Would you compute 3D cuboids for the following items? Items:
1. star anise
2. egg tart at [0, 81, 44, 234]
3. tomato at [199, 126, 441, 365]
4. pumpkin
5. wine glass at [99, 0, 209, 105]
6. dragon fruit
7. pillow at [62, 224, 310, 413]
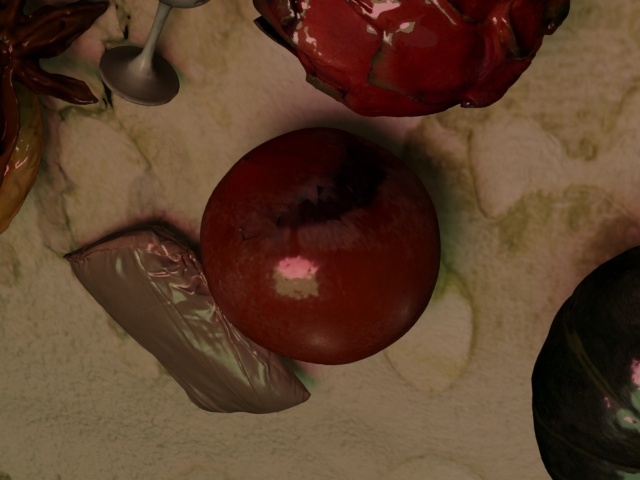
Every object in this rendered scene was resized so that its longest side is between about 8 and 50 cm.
[{"bbox_3d":[-0.299,-0.171,0.932,0.196,0.212,0.111,34,168,-35],"label":"star anise"},{"bbox_3d":[-0.429,-0.124,1.020,0.318,0.128,0.319,-6,108,-19],"label":"egg tart"},{"bbox_3d":[0.000,0.000,0.907,0.208,0.208,0.184,9,149,18],"label":"tomato"},{"bbox_3d":[0.329,0.131,0.877,0.300,0.207,0.300,5,119,9],"label":"pumpkin"},{"bbox_3d":[-0.128,-0.208,0.883,0.079,0.079,0.195,31,134,-2],"label":"wine glass"},{"bbox_3d":[0.052,-0.181,0.749,0.274,0.192,0.193,1,111,24],"label":"dragon fruit"},{"bbox_3d":[-0.149,0.095,1.150,0.173,0.067,0.270,-20,116,41],"label":"pillow"}]
